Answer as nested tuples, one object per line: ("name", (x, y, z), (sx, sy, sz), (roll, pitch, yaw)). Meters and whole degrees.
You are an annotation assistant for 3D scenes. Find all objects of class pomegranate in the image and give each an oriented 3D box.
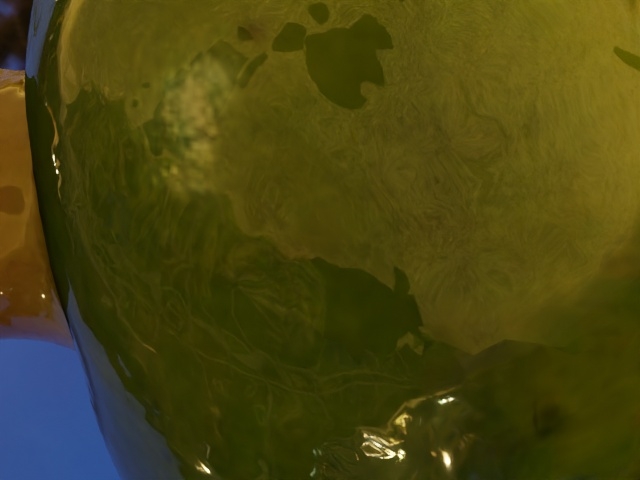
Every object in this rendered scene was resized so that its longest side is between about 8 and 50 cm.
("pomegranate", (0.000, 0.000, 0.558), (0.358, 0.309, 0.216), (-5, -151, 7))
